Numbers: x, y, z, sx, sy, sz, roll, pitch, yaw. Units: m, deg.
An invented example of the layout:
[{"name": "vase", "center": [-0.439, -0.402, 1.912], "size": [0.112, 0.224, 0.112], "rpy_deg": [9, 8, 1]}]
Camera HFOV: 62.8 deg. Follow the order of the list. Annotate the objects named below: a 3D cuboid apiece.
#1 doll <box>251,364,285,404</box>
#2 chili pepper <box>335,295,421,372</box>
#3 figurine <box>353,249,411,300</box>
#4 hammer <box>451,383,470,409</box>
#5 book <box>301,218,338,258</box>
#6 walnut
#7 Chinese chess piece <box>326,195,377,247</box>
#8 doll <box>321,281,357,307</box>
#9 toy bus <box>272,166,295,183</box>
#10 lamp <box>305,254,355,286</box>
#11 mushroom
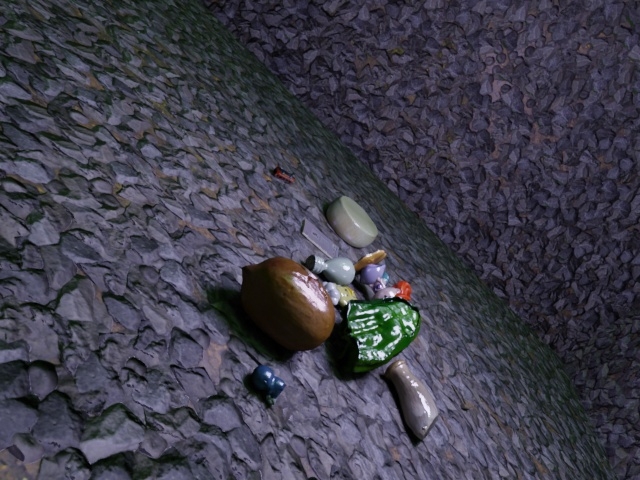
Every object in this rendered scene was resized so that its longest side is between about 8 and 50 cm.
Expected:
[{"name": "doll", "center": [-0.120, 0.319, 1.191], "size": [0.083, 0.050, 0.076], "rpy_deg": [41, 18, -9]}, {"name": "chili pepper", "center": [0.159, 0.289, 1.619], "size": [0.213, 0.168, 0.385], "rpy_deg": [39, 29, 24]}, {"name": "figurine", "center": [0.240, 0.182, 1.939], "size": [0.257, 0.180, 0.208], "rpy_deg": [63, -3, 20]}, {"name": "hammer", "center": [0.518, 0.581, 1.954], "size": [0.035, 0.019, 0.110], "rpy_deg": [28, 25, -39]}, {"name": "book", "center": [0.000, 0.000, 2.017], "size": [0.181, 0.014, 0.127], "rpy_deg": [41, 22, -15]}, {"name": "walnut", "center": [-0.084, 0.155, 1.342], "size": [0.298, 0.203, 0.203], "rpy_deg": [45, 20, -24]}, {"name": "Chinese chess piece", "center": [0.138, -0.079, 2.291], "size": [0.250, 0.101, 0.250], "rpy_deg": [39, 23, -19]}, {"name": "doll", "center": [0.060, 0.182, 1.744], "size": [0.162, 0.062, 0.106], "rpy_deg": [15, 33, -51]}, {"name": "toy bus", "center": [-0.151, -0.270, 2.171], "size": [0.110, 0.043, 0.031], "rpy_deg": [23, 35, -50]}, {"name": "lamp", "center": [0.036, 0.098, 1.811], "size": [0.193, 0.106, 0.106], "rpy_deg": [17, 34, -34]}, {"name": "mushroom", "center": [0.283, 0.482, 1.590], "size": [0.096, 0.108, 0.247], "rpy_deg": [86, -15, -52]}]
